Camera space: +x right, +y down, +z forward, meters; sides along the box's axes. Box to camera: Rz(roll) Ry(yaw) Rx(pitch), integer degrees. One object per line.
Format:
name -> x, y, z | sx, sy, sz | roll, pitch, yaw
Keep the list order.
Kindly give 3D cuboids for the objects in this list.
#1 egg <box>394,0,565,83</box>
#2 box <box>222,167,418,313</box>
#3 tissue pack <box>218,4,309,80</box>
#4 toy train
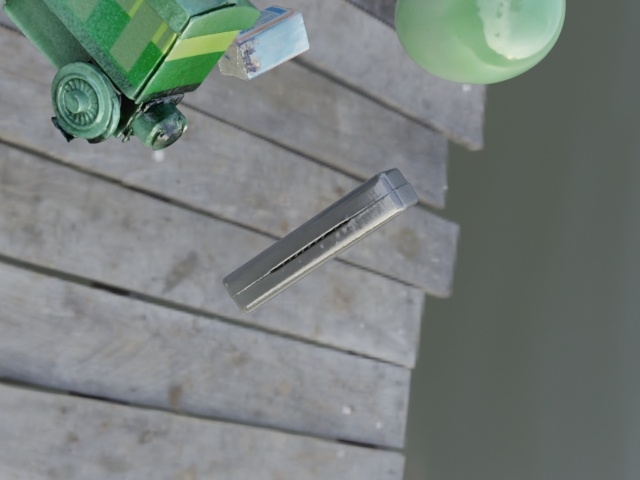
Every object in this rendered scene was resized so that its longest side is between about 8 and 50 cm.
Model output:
egg -> 0.243, -0.351, 1.741 | 0.220, 0.270, 0.220 | -1, 91, -49
box -> 0.000, 0.000, 1.358 | 0.055, 0.244, 0.103 | 56, 17, 2
tissue pack -> -0.070, -0.232, 1.323 | 0.094, 0.074, 0.058 | -31, 121, -23
toy train -> -0.209, -0.229, 1.026 | 0.301, 0.202, 0.120 | 47, 31, 11
